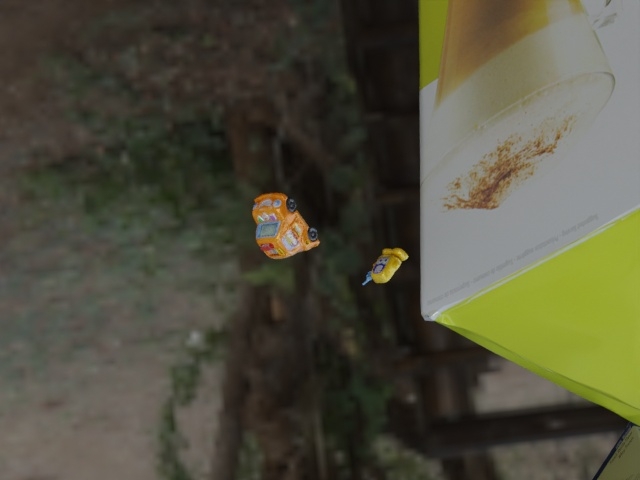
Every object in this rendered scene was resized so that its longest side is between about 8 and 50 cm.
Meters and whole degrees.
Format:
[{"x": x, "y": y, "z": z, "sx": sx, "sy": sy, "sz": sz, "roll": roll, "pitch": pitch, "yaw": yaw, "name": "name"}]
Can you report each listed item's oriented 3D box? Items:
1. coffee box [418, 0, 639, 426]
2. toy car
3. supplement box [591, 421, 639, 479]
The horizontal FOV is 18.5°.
[{"x": 0.294, "y": -0.088, "z": 1.213, "sx": 0.338, "sy": 0.334, "sz": 0.337, "roll": 28, "pitch": 139, "yaw": -33, "name": "coffee box"}, {"x": 0.000, "y": 0.000, "z": 1.491, "sx": 0.122, "sy": 0.040, "sz": 0.060, "roll": 10, "pitch": 140, "yaw": 31, "name": "toy car"}, {"x": 0.298, "y": 0.228, "z": 1.799, "sx": 0.056, "sy": 0.083, "sz": 0.083, "roll": 21, "pitch": -157, "yaw": -19, "name": "supplement box"}]
